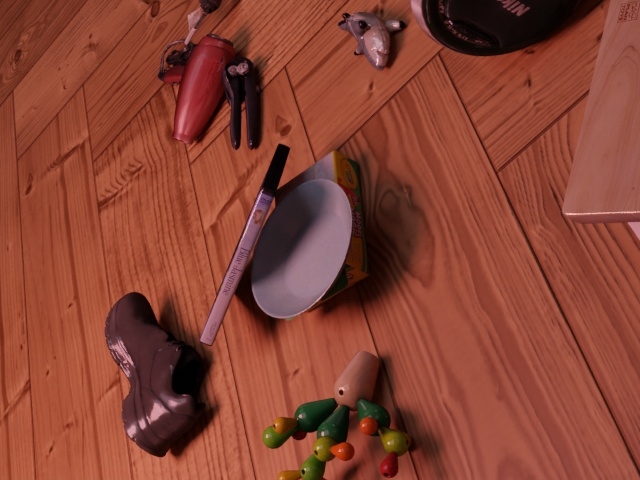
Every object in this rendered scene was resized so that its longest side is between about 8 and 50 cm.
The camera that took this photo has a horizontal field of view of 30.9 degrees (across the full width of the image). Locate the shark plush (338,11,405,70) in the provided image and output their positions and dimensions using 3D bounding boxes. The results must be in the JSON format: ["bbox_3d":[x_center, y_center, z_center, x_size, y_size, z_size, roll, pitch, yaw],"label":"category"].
[{"bbox_3d":[0.055,-0.302,1.714,0.161,0.073,0.067,31,124,48],"label":"shark plush"}]

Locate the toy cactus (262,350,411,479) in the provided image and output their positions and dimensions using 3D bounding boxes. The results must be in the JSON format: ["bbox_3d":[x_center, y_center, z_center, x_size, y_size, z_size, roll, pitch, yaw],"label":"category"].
[{"bbox_3d":[0.033,0.221,1.407,0.219,0.112,0.180,-15,39,48],"label":"toy cactus"}]

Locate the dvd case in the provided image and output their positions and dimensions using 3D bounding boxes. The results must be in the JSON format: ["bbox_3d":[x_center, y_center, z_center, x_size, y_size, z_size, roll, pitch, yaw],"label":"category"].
[{"bbox_3d":[-0.104,0.003,1.624,0.180,0.022,0.253,-77,10,-65],"label":"dvd case"}]

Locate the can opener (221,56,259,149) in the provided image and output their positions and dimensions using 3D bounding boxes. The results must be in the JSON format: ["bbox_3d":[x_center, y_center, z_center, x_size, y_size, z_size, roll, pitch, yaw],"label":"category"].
[{"bbox_3d":[-0.125,-0.222,1.887,0.059,0.073,0.186,-11,55,0],"label":"can opener"}]

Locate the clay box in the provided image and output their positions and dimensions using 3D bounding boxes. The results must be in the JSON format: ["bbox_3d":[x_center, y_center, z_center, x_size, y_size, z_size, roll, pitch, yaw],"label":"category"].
[{"bbox_3d":[0.000,0.000,1.595,0.127,0.053,0.222,-32,48,35],"label":"clay box"}]

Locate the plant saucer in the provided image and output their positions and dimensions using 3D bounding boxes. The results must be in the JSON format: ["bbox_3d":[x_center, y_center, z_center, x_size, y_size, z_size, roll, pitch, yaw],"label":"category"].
[{"bbox_3d":[-0.015,0.015,1.529,0.195,0.037,0.195,-28,50,39],"label":"plant saucer"}]

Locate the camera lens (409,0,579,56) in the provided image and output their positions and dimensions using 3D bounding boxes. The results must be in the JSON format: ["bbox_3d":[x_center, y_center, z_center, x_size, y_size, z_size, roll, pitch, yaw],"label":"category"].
[{"bbox_3d":[0.200,-0.384,1.449,0.219,0.219,0.274,-38,44,29],"label":"camera lens"}]

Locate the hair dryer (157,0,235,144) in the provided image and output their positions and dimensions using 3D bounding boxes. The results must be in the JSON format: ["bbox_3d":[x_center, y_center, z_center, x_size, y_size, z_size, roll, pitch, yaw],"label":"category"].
[{"bbox_3d":[-0.218,-0.288,2.034,0.223,0.080,0.294,-48,31,45],"label":"hair dryer"}]

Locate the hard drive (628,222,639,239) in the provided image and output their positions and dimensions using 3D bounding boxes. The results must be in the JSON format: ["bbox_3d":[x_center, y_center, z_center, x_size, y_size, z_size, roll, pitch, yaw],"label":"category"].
[{"bbox_3d":[0.442,-0.088,1.132,0.307,0.040,0.203,-46,40,22],"label":"hard drive"}]

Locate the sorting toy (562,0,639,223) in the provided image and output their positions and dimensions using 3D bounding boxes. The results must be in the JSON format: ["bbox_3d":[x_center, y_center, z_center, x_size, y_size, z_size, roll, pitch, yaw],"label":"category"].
[{"bbox_3d":[0.387,-0.130,1.115,0.255,0.089,0.257,-1,67,49],"label":"sorting toy"}]

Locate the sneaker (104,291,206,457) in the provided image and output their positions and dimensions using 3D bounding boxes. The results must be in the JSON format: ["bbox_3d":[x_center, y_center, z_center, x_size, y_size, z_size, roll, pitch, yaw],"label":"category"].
[{"bbox_3d":[-0.238,0.183,1.747,0.130,0.109,0.286,-37,50,17],"label":"sneaker"}]
